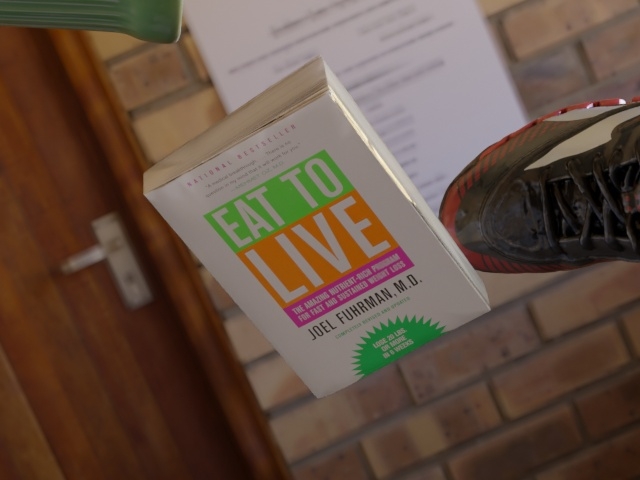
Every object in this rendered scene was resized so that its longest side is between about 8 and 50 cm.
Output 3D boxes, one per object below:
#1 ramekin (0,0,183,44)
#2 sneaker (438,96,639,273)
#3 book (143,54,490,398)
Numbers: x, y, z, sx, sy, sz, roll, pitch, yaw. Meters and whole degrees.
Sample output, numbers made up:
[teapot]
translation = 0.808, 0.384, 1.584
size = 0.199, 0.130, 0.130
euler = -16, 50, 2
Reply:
[ramekin]
translation = -0.163, -0.266, 0.867
size = 0.148, 0.303, 0.303
euler = -3, 4, -8
[sneaker]
translation = 0.185, -0.032, 0.828
size = 0.276, 0.098, 0.135
euler = -12, 8, 25
[book]
translation = 0.000, 0.000, 0.666
size = 0.096, 0.144, 0.035
euler = -30, 33, 14
